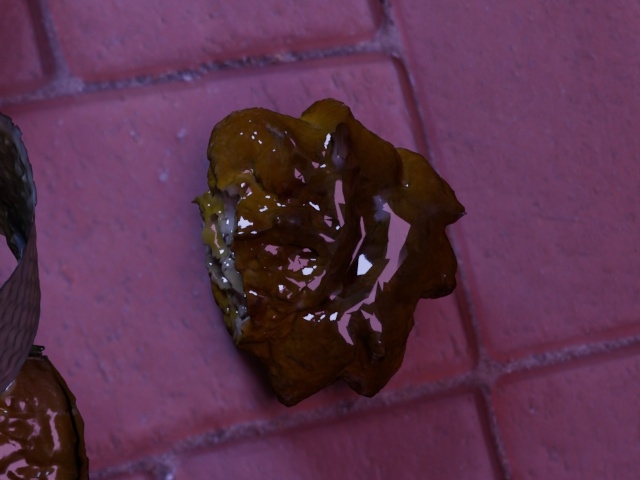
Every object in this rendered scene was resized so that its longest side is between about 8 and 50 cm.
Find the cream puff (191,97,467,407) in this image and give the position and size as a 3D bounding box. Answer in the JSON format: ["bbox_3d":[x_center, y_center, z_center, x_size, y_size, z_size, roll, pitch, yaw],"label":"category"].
[{"bbox_3d":[0.000,0.000,1.649,0.241,0.155,0.269,-45,105,-23],"label":"cream puff"}]

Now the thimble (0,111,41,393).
[{"bbox_3d":[-0.338,0.015,1.415,0.270,0.150,0.271,2,54,-3],"label":"thimble"}]

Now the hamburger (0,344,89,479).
[{"bbox_3d":[-0.273,0.164,1.482,0.206,0.130,0.183,-1,76,-24],"label":"hamburger"}]
